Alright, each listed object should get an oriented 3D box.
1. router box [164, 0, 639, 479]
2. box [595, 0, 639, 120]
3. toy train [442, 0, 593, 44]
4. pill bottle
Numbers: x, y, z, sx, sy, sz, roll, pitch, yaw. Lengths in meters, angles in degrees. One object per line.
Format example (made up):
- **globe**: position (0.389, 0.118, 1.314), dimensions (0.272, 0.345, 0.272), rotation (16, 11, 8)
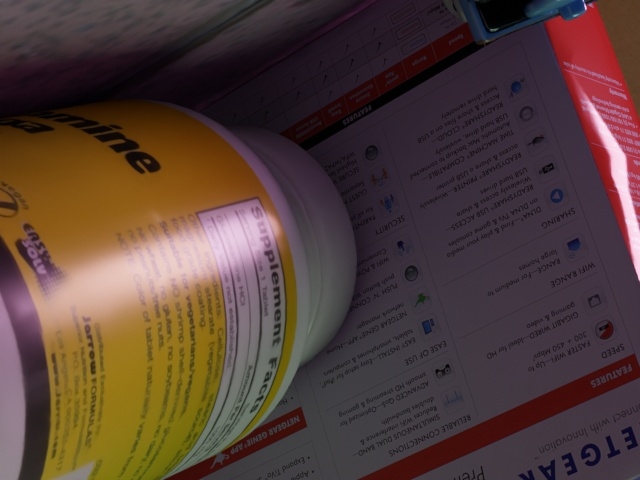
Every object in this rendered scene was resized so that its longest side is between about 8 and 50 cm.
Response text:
- **router box**: position (0.035, 0.039, 1.019), dimensions (0.335, 0.301, 0.082), rotation (-28, 158, 30)
- **box**: position (0.179, -0.106, 1.113), dimensions (0.201, 0.164, 0.021), rotation (-25, -162, -10)
- **toy train**: position (0.137, -0.152, 0.896), dimensions (0.184, 0.080, 0.105), rotation (-24, 180, -19)
- **pill bottle**: position (-0.124, 0.032, 0.861), dimensions (0.188, 0.188, 0.334), rotation (-29, 174, 31)
